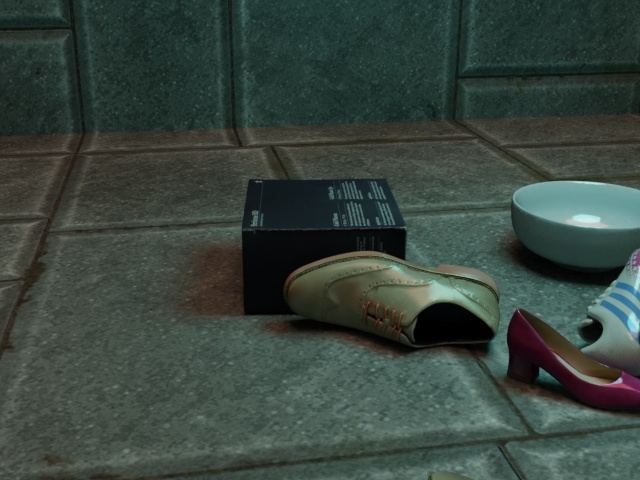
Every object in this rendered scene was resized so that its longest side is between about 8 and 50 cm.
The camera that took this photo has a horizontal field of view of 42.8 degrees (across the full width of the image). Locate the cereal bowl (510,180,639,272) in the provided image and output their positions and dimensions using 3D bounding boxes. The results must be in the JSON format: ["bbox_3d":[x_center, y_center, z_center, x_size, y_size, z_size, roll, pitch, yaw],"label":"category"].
[{"bbox_3d":[0.589,-0.022,1.812,0.339,0.141,0.339,1,20,0],"label":"cereal bowl"}]

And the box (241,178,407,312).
[{"bbox_3d":[0.000,0.000,1.694,0.313,0.178,0.343,1,20,-2],"label":"box"}]

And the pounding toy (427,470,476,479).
[{"bbox_3d":[0.204,0.354,0.896,0.237,0.110,0.183,25,1,-19],"label":"pounding toy"}]

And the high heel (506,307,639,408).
[{"bbox_3d":[0.413,0.185,1.288,0.244,0.117,0.082,14,24,33],"label":"high heel"}]

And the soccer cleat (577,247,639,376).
[{"bbox_3d":[0.528,0.115,1.434,0.143,0.116,0.331,-11,24,30],"label":"soccer cleat"}]

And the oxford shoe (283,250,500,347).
[{"bbox_3d":[0.125,0.112,1.461,0.397,0.140,0.146,0,27,6],"label":"oxford shoe"}]
